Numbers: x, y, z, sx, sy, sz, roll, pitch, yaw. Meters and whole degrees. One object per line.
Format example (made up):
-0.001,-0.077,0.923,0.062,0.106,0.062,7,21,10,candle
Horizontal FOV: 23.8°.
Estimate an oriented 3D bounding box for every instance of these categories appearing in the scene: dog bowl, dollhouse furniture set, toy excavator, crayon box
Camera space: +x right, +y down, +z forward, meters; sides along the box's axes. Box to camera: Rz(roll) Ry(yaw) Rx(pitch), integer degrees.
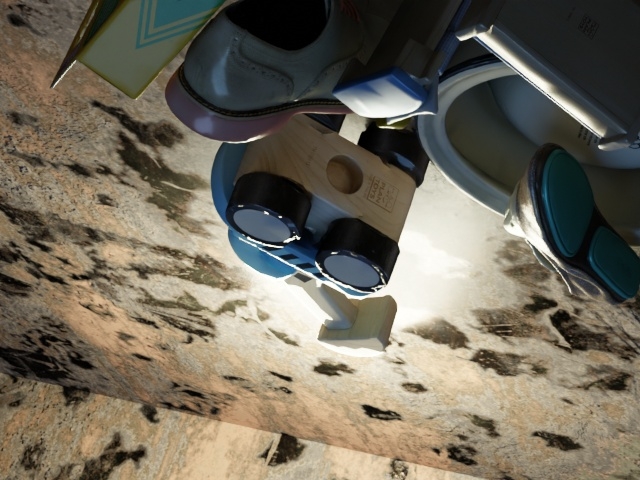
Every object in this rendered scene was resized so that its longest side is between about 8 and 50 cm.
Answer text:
0.324,-0.153,1.771,0.408,0.150,0.408,15,155,7,dog bowl
0.204,-0.228,1.566,0.198,0.286,0.303,36,161,-20,dollhouse furniture set
0.000,0.000,2.223,0.433,0.222,0.445,29,153,-19,toy excavator
-0.146,-0.290,1.605,0.083,0.203,0.323,35,127,-19,crayon box

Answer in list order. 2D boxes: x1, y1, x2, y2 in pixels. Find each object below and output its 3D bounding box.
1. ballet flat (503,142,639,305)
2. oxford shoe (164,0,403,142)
0.280,-0.012,1.797,0.106,0.107,0.316,9,154,37,ballet flat
0.004,-0.225,1.664,0.140,0.397,0.146,41,130,14,oxford shoe
